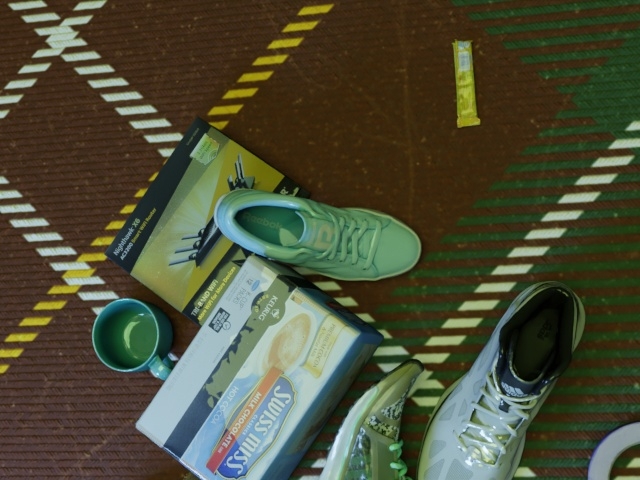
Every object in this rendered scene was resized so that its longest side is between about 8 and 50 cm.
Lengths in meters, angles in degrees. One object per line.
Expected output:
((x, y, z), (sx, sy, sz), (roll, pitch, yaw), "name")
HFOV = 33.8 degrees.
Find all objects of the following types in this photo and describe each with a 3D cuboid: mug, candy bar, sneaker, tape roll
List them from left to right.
((-0.329, 0.185, 1.898), (0.129, 0.097, 0.158), (-15, 80, 11), "mug")
((0.000, 0.000, 1.769), (0.366, 0.150, 0.135), (9, 96, -7), "sneaker")
((0.097, 0.391, 1.743), (0.182, 0.158, 0.410), (28, 97, 12), "sneaker")
((0.256, -0.280, 1.857), (0.040, 0.018, 0.161), (-5, 81, 10), "candy bar")
((0.266, 0.253, 1.655), (0.169, 0.257, 0.447), (28, 90, 16), "sneaker")
((0.520, 0.380, 1.666), (0.189, 0.080, 0.189), (-2, 81, 13), "tape roll")

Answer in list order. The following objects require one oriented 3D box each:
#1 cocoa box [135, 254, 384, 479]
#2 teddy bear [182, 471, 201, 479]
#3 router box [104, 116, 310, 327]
((-0.091, 0.234, 1.760), (0.228, 0.231, 0.347), (35, 92, 15), "cocoa box")
((-0.291, 0.519, 1.785), (0.245, 0.338, 0.113), (5, 121, 45), "teddy bear")
((-0.204, -0.030, 1.904), (0.243, 0.081, 0.309), (34, 91, 16), "router box")
